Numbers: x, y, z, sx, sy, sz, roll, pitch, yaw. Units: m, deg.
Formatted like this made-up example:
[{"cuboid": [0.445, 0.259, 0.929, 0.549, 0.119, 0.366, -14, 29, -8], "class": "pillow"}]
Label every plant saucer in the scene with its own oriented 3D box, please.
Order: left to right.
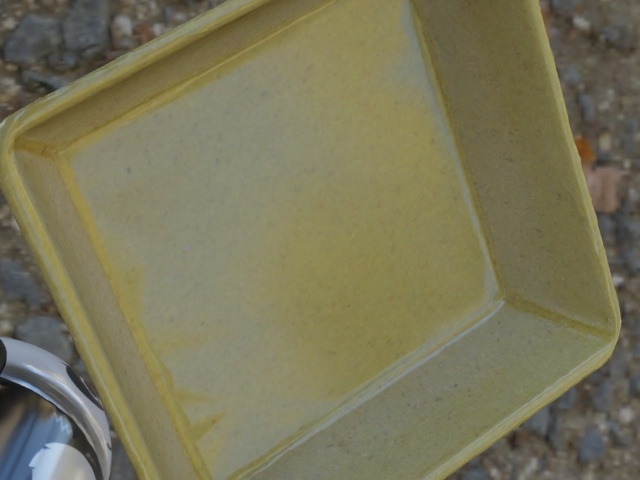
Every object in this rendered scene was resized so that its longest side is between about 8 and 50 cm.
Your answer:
[{"cuboid": [0.000, 0.000, 0.867, 0.333, 0.081, 0.333, -32, 119, -23], "class": "plant saucer"}]

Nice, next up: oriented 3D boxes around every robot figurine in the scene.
[{"cuboid": [-0.233, 0.185, 0.968, 0.173, 0.209, 0.278, 42, 31, -17], "class": "robot figurine"}]
